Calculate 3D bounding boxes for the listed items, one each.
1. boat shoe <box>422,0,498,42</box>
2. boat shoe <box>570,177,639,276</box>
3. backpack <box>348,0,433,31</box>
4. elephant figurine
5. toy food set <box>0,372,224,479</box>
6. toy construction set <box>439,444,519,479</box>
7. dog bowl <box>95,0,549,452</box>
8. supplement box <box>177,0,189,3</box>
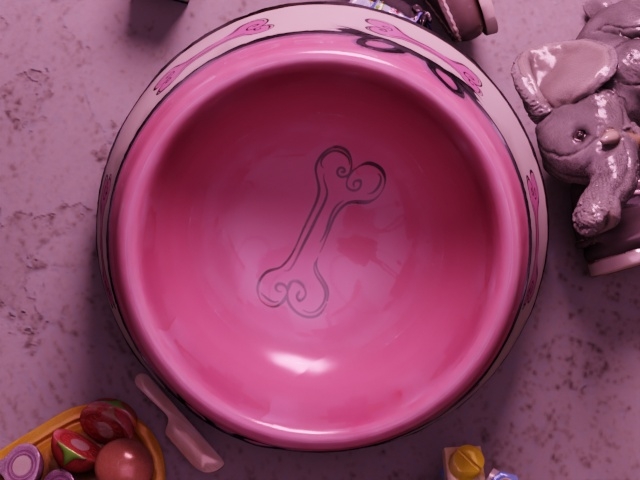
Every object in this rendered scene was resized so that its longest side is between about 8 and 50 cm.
[{"bbox_3d":[0.054,-0.314,1.800,0.096,0.116,0.324,-29,82,-6],"label":"boat shoe"},{"bbox_3d":[0.395,-0.055,1.806,0.335,0.112,0.096,-16,89,-6],"label":"boat shoe"},{"bbox_3d":[0.047,-0.163,1.781,0.084,0.105,0.114,29,81,20],"label":"backpack"},{"bbox_3d":[0.249,-0.117,1.748,0.239,0.186,0.169,-36,92,-19],"label":"elephant figurine"},{"bbox_3d":[-0.206,0.203,1.696,0.218,0.071,0.128,-33,77,-11],"label":"toy food set"},{"bbox_3d":[0.153,0.361,1.687,0.215,0.151,0.328,23,79,-1],"label":"toy construction set"},{"bbox_3d":[0.000,0.000,1.666,0.407,0.150,0.408,0,97,1],"label":"dog bowl"},{"bbox_3d":[-0.136,-0.273,1.779,0.056,0.083,0.083,14,80,-5],"label":"supplement box"}]
